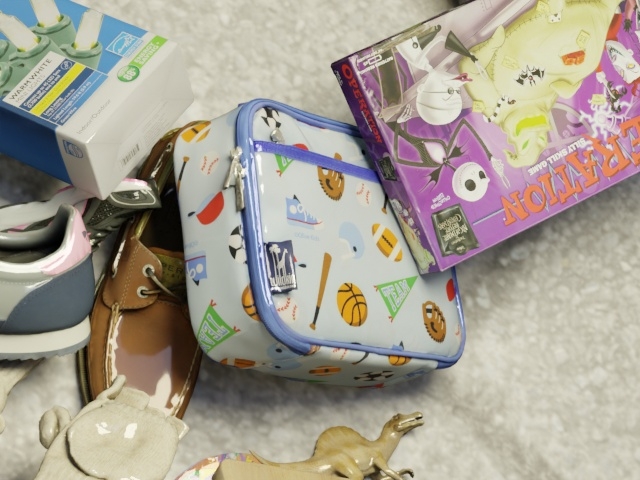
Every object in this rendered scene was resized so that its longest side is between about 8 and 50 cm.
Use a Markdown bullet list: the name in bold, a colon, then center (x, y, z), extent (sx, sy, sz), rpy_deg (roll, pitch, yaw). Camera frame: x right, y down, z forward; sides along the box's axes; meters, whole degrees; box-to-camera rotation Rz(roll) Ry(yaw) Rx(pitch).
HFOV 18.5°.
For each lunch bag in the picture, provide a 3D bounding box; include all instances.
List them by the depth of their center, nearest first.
- **lunch bag**: center (0.000, 0.000, 1.732), extent (0.303, 0.115, 0.243), rpy_deg (15, 64, -49)

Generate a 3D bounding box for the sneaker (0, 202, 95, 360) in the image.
- **sneaker**: center (-0.340, 0.026, 1.612), extent (0.319, 0.112, 0.131), rpy_deg (-2, 112, -26)

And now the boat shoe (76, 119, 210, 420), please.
- **boat shoe**: center (-0.143, 0.035, 1.732), extent (0.111, 0.104, 0.307), rpy_deg (13, 66, -16)

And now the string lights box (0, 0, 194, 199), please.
- **string lights box**: center (-0.256, -0.145, 1.708), extent (0.260, 0.077, 0.133), rpy_deg (23, 58, 26)

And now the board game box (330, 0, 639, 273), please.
- **board game box**: center (0.198, -0.133, 1.781), extent (0.347, 0.056, 0.208), rpy_deg (-27, 100, -23)

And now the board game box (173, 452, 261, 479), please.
- **board game box**: center (-0.065, 0.265, 1.712), extent (0.133, 0.033, 0.168), rpy_deg (-33, 83, -28)

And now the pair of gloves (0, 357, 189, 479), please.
- **pair of gloves**: center (-0.238, 0.150, 1.598), extent (0.240, 0.042, 0.204), rpy_deg (24, 34, 17)

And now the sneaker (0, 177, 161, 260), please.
- **sneaker**: center (-0.215, -0.006, 1.717), extent (0.072, 0.178, 0.077), rpy_deg (-10, 85, -70)

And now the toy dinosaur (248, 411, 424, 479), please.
- **toy dinosaur**: center (0.022, 0.208, 1.767), extent (0.183, 0.053, 0.092), rpy_deg (-13, 59, -32)

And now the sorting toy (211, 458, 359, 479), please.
- **sorting toy**: center (0.032, 0.324, 1.628), extent (0.255, 0.089, 0.257), rpy_deg (13, 39, -30)

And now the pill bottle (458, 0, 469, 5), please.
- **pill bottle**: center (0.204, -0.307, 1.959), extent (0.176, 0.176, 0.318), rpy_deg (-12, 75, -24)
